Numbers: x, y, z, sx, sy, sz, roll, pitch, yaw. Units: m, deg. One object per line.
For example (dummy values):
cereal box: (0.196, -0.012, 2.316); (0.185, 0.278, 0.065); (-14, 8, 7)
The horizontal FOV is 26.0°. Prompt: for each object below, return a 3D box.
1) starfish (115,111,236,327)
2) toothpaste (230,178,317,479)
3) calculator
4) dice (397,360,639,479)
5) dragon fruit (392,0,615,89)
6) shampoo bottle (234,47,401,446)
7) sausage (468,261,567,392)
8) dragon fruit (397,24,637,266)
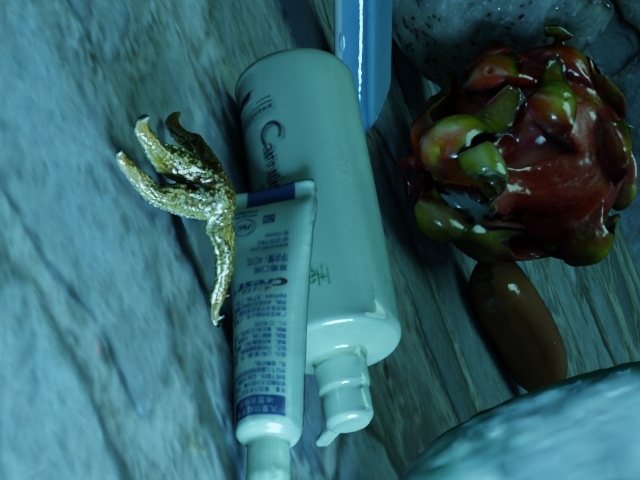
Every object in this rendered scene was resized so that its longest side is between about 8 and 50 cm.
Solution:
starfish: (-0.065, -0.016, 0.806); (0.133, 0.041, 0.130); (-24, 95, -73)
toothpaste: (-0.030, 0.052, 0.821); (0.037, 0.061, 0.216); (69, 15, -52)
calculator: (0.038, -0.192, 1.209); (0.121, 0.039, 0.210); (-63, 155, -61)
dice: (0.238, 0.290, 0.883); (0.328, 0.348, 0.330); (51, 24, -43)
dragon fruit: (0.157, -0.287, 1.509); (0.204, 0.221, 0.283); (22, 35, -27)
shampoo bottle: (0.000, 0.000, 0.910); (0.085, 0.085, 0.263); (44, 31, -55)
sausage: (0.215, 0.093, 1.487); (0.077, 0.077, 0.194); (-88, 153, -50)
dragon fruit: (0.185, -0.082, 1.362); (0.307, 0.227, 0.243); (25, 36, -39)
